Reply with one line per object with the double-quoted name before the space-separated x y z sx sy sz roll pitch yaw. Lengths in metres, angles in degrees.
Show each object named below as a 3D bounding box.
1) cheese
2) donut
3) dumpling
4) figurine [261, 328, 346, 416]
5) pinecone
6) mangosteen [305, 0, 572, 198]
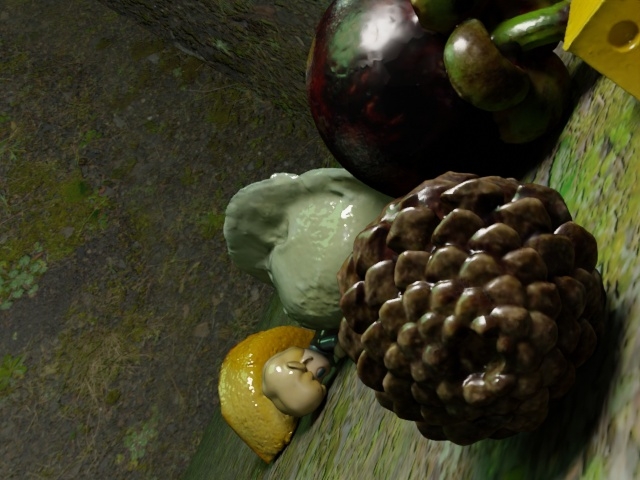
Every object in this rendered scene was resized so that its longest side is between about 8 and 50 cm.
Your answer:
"cheese" 0.285 -0.216 0.646 0.171 0.093 0.126 -54 8 46
"donut" -0.093 0.237 1.418 0.101 0.152 0.259 -43 19 47
"dumpling" 0.023 0.019 1.170 0.320 0.270 0.212 -45 55 20
"figurine" -0.005 0.186 1.278 0.196 0.108 0.114 -44 10 -19
"pinecone" 0.108 0.038 0.575 0.184 0.179 0.204 -39 5 30
"mangosteen" 0.134 -0.189 0.941 0.311 0.311 0.311 -59 6 10
